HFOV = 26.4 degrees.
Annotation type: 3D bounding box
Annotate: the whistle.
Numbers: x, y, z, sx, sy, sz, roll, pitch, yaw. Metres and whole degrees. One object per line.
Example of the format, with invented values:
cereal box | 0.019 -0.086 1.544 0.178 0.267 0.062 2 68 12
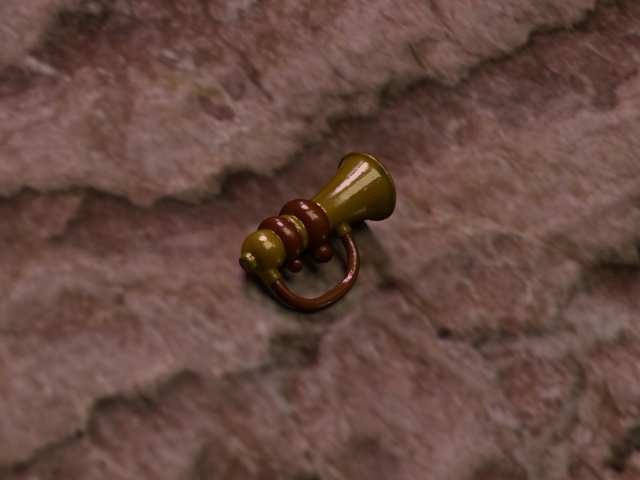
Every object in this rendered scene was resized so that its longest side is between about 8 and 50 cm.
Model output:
whistle | -0.002 -0.001 0.793 0.046 0.057 0.109 9 38 43
